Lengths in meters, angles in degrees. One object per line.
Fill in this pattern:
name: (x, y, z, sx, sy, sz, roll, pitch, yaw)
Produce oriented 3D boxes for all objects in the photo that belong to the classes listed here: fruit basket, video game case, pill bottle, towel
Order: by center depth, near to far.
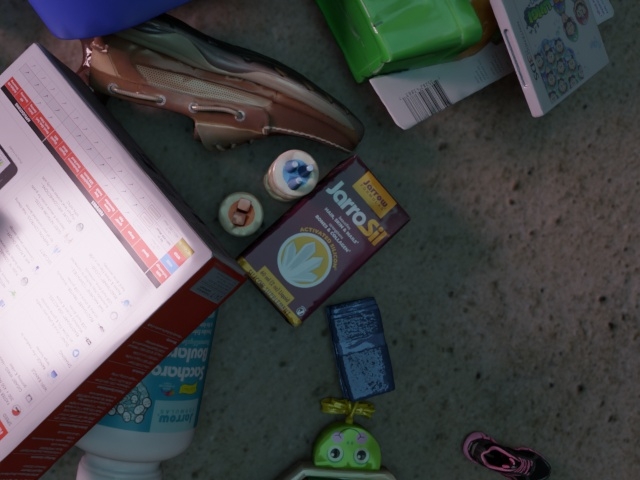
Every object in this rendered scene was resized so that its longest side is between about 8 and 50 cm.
pill bottle: (-0.198, 0.141, 0.860, 0.146, 0.146, 0.264, 10, 89, -9)
video game case: (0.267, -0.239, 0.898, 0.157, 0.019, 0.143, -37, 110, -33)
fruit basket: (0.152, -0.344, 0.935, 0.353, 0.165, 0.327, -31, 96, -24)
towel: (0.049, 0.132, 0.955, 0.067, 0.029, 0.119, -11, 83, -12)

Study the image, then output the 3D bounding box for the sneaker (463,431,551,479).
sneaker: (0.240, 0.279, 0.979, 0.119, 0.057, 0.047, 19, 85, -10)

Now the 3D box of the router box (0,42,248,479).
router box: (-0.289, 0.015, 0.780, 0.301, 0.082, 0.335, -43, 66, 2)

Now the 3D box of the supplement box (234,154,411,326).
supplement box: (0.000, 0.000, 0.925, 0.188, 0.081, 0.104, -43, 96, -7)

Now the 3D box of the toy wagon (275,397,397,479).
toy wagon: (0.014, 0.363, 0.936, 0.267, 0.068, 0.344, 7, 89, -10)

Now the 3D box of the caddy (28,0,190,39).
caddy: (-0.194, -0.359, 0.785, 0.341, 0.241, 0.179, -27, 138, -9)

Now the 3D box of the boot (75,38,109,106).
boot: (-0.283, -0.199, 0.903, 0.106, 0.037, 0.114, 31, 90, -6)

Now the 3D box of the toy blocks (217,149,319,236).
toy blocks: (-0.060, -0.052, 0.881, 0.123, 0.148, 0.054, -37, 96, -8)

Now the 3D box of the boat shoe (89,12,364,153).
boat shoe: (-0.108, -0.163, 0.898, 0.324, 0.123, 0.116, 21, 106, -13)
